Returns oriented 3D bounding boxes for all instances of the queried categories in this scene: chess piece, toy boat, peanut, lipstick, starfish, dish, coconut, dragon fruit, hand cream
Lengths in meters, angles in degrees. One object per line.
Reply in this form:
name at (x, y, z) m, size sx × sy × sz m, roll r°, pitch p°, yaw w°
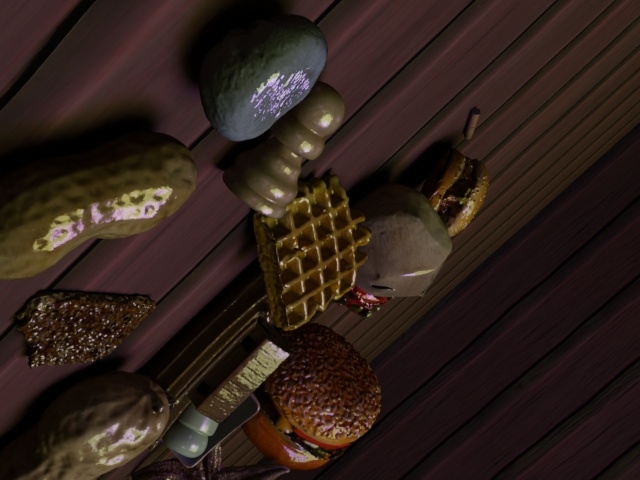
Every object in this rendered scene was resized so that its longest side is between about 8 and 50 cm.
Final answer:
chess piece at (-0.037, -0.119, 0.820) m, size 0.170 × 0.094 × 0.094 m, roll -53°, pitch 160°, yaw 12°
toy boat at (-0.179, 0.222, 1.200) m, size 0.445 × 0.162 × 0.136 m, roll -43°, pitch 165°, yaw 7°
peanut at (-0.219, -0.036, 0.615) m, size 0.229 × 0.098 × 0.103 m, roll -25°, pitch 130°, yaw -33°
lipstick at (0.303, -0.233, 1.338) m, size 0.019 × 0.019 × 0.094 m, roll -37°, pitch 162°, yaw -12°
starfish at (-0.271, 0.580, 1.595) m, size 0.132 × 0.398 × 0.384 m, roll -22°, pitch 144°, yaw -48°
peanut at (-0.382, 0.307, 1.037) m, size 0.291 × 0.143 × 0.159 m, roll -34°, pitch 128°, yaw -3°
dish at (-0.254, 0.368, 1.459) m, size 0.212 × 0.151 × 0.077 m, roll -40°, pitch -168°, yaw -1°
coconut at (0.137, 0.012, 1.241) m, size 0.224 × 0.224 × 0.224 m, roll -36°, pitch 162°, yaw -14°
dragon fruit at (0.083, 0.079, 1.415) m, size 0.166 × 0.172 × 0.160 m, roll 13°, pitch 89°, yaw -29°
hand cream at (-0.207, 0.274, 1.324) m, size 0.306 × 0.093 × 0.147 m, roll -63°, pitch 169°, yaw -15°

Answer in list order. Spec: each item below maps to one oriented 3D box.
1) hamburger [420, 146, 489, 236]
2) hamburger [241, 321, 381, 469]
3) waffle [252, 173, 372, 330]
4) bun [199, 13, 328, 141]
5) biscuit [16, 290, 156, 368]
hamburger at (0.261, -0.088, 1.361) m, size 0.191 × 0.117 × 0.182 m, roll -57°, pitch 180°, yaw 39°
hamburger at (-0.027, 0.367, 1.604) m, size 0.250 × 0.330 × 0.330 m, roll -45°, pitch 162°, yaw 23°
waffle at (0.000, 0.000, 1.067) m, size 0.219 × 0.057 × 0.229 m, roll -28°, pitch 124°, yaw -37°
bun at (-0.060, -0.166, 0.652) m, size 0.140 × 0.083 × 0.141 m, roll -40°, pitch 172°, yaw -7°
biscuit at (-0.323, 0.121, 0.885) m, size 0.131 × 0.026 × 0.237 m, roll -45°, pitch 163°, yaw 9°
